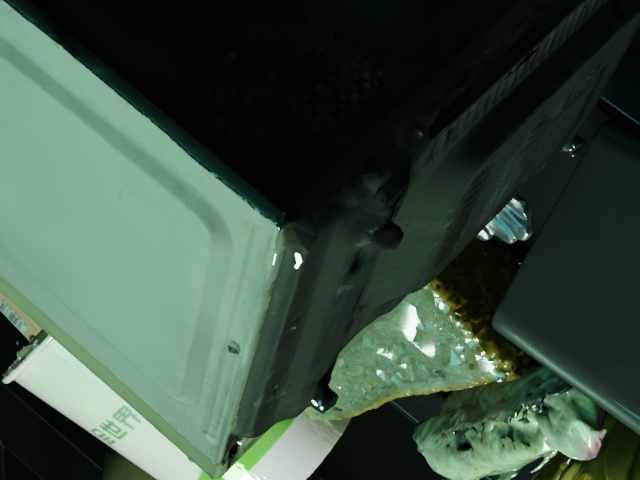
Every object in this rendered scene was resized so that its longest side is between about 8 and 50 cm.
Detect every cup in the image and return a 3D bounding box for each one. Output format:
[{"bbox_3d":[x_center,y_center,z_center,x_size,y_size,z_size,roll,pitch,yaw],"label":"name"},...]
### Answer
[{"bbox_3d":[-0.121,0.119,1.210,0.274,0.253,0.253,43,149,-7],"label":"cup"}]

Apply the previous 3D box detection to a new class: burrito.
[{"bbox_3d":[0.144,0.145,1.028,0.066,0.096,0.309,36,159,-6],"label":"burrito"}]

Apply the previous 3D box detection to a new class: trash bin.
[{"bbox_3d":[0.237,0.047,0.754,0.225,0.115,0.165,33,105,25],"label":"trash bin"}]

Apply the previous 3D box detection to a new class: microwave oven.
[{"bbox_3d":[0.014,-0.089,0.675,0.218,0.355,0.286,40,147,13],"label":"microwave oven"}]

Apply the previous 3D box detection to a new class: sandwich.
[{"bbox_3d":[0.000,0.000,1.026,0.271,0.099,0.301,-27,105,46],"label":"sandwich"}]

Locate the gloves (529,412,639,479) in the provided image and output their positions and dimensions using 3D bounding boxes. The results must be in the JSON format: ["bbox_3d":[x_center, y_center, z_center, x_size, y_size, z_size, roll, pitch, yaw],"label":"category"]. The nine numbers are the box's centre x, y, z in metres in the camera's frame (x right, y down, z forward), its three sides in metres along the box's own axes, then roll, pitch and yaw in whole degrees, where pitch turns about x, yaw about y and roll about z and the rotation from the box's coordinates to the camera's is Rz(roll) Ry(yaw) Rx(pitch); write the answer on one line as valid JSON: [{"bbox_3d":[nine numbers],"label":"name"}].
[{"bbox_3d":[0.266,0.185,0.903,0.331,0.154,0.141,-8,137,47],"label":"gloves"}]

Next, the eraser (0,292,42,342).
[{"bbox_3d":[-0.306,0.086,1.528,0.290,0.087,0.171,47,152,-1],"label":"eraser"}]

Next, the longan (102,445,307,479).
[{"bbox_3d":[-0.133,0.268,1.409,0.248,0.248,0.248,30,146,23],"label":"longan"}]

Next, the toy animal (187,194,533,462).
[{"bbox_3d":[-0.034,0.005,0.874,0.197,0.272,0.160,48,172,-12],"label":"toy animal"}]
